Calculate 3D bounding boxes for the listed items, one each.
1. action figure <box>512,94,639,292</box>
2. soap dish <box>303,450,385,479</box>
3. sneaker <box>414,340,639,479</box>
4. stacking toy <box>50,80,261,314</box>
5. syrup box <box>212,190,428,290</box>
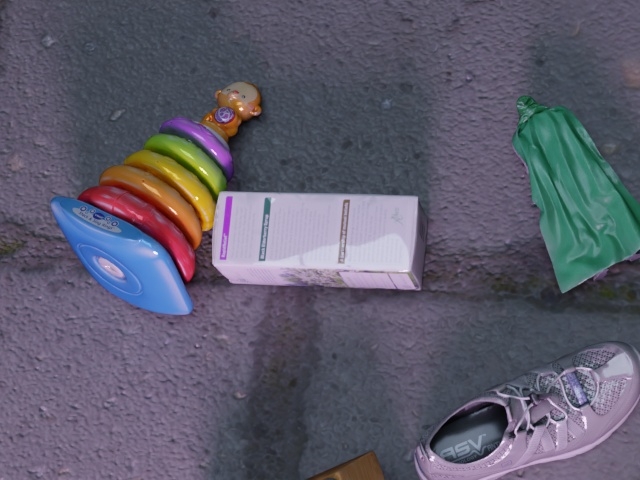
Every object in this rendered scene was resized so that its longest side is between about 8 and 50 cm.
[{"bbox_3d":[0.287,-0.070,2.007,0.137,0.063,0.232,-27,74,5],"label":"action figure"},{"bbox_3d":[-0.004,0.400,1.879,0.229,0.118,0.291,-25,69,14],"label":"soap dish"},{"bbox_3d":[0.231,0.196,1.911,0.281,0.115,0.105,-30,70,2],"label":"sneaker"},{"bbox_3d":[-0.163,-0.079,2.073,0.175,0.166,0.302,25,65,27],"label":"stacking toy"},{"bbox_3d":[0.000,0.000,2.029,0.236,0.093,0.096,3,75,13],"label":"syrup box"}]
